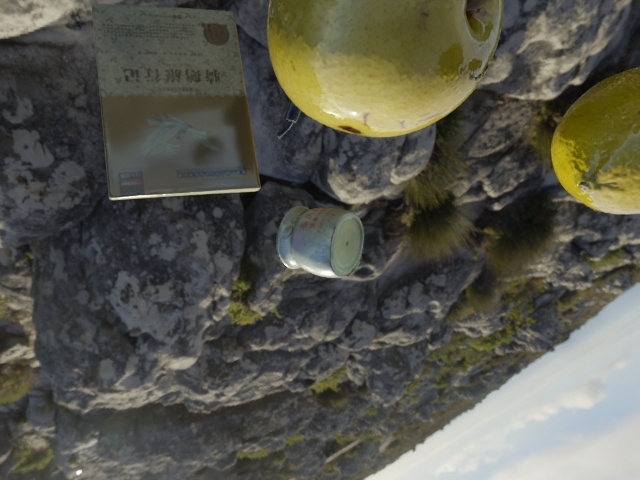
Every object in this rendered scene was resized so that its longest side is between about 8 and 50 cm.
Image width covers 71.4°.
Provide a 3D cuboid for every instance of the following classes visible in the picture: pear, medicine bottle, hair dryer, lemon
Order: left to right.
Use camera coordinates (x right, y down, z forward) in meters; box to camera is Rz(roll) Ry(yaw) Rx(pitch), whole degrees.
[{"bbox_3d":[-0.048,-0.332,1.011,0.091,0.235,0.271,21,128,-1],"label":"hair dryer"},{"bbox_3d":[0.000,0.000,0.946,0.147,0.143,0.147,-21,116,-53],"label":"medicine bottle"},{"bbox_3d":[0.093,-0.327,0.682,0.349,0.348,0.348,-24,151,-15],"label":"pear"},{"bbox_3d":[0.388,-0.119,0.557,0.203,0.178,0.178,-38,154,-16],"label":"lemon"}]

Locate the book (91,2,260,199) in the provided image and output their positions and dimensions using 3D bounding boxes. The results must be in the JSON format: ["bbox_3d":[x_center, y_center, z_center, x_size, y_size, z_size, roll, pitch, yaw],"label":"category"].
[{"bbox_3d":[-0.219,-0.217,0.681,0.217,0.310,0.021,-6,170,-20],"label":"book"}]
